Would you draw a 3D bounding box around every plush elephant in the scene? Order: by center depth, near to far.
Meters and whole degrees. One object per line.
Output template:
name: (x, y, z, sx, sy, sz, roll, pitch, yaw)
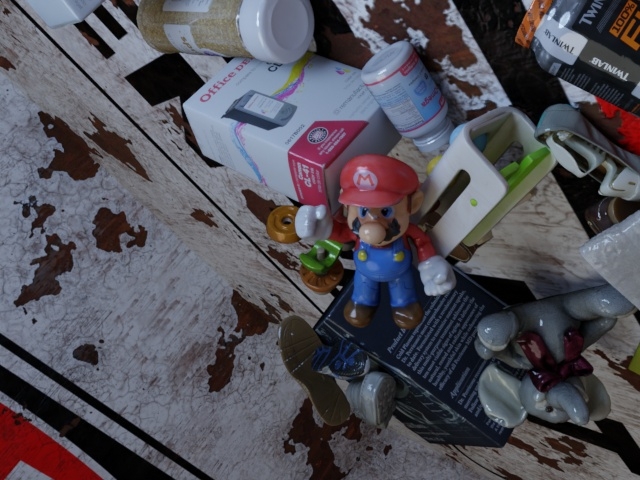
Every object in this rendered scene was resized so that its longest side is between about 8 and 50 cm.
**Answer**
plush elephant: (0.440, 0.242, 1.107, 0.330, 0.272, 0.255, 67, -172, -81)

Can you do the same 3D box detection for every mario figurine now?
mario figurine: (0.083, 0.020, 0.877, 0.170, 0.198, 0.320, 49, 156, 48)

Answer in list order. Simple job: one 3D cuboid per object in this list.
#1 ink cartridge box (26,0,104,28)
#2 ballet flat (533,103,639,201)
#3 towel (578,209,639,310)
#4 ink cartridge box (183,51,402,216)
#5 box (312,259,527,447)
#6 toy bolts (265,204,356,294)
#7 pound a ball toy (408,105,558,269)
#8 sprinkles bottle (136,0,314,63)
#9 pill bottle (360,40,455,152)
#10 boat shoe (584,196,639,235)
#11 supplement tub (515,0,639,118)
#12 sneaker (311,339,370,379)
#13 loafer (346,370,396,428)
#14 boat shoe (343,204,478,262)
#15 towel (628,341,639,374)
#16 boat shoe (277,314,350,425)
ink cartridge box: (-0.347, -0.477, 0.841, 0.114, 0.272, 0.197, 12, 148, 43)
ballet flat: (0.376, -0.097, 0.773, 0.213, 0.068, 0.072, 37, 160, 0)
towel: (0.515, 0.047, 0.767, 0.282, 0.049, 0.187, 41, 122, -7)
ink cartridge box: (-0.045, -0.206, 0.997, 0.306, 0.226, 0.131, 28, 153, 24)
box: (0.242, 0.268, 1.485, 0.472, 0.297, 0.480, 37, 160, 4)
toy bolts: (0.000, 0.000, 1.383, 0.218, 0.228, 0.158, 34, 151, 23)
pound a ball toy: (0.242, -0.082, 0.937, 0.135, 0.208, 0.319, 54, 152, 15)
sprinkles bottle: (-0.174, -0.376, 0.995, 0.355, 0.121, 0.121, 20, 154, 40)
pill bottle: (0.138, -0.214, 0.882, 0.160, 0.087, 0.087, 48, 158, -28)
boat shoe: (0.480, 0.013, 0.848, 0.207, 0.073, 0.073, 45, 161, -3)
supplement tub: (0.306, -0.202, 0.587, 0.190, 0.117, 0.117, 32, 159, 12)
sneaker: (0.059, 0.268, 1.281, 0.081, 0.080, 0.211, 24, 164, -20)
loafer: (0.108, 0.360, 1.316, 0.112, 0.112, 0.319, 21, 156, 17)
boat shoe: (0.159, -0.046, 1.170, 0.324, 0.120, 0.122, 33, 160, 10)
towel: (0.652, 0.219, 1.090, 0.102, 0.021, 0.237, 31, 161, 32)
boat shoe: (-0.024, 0.314, 1.410, 0.285, 0.105, 0.089, 65, 172, -1)
